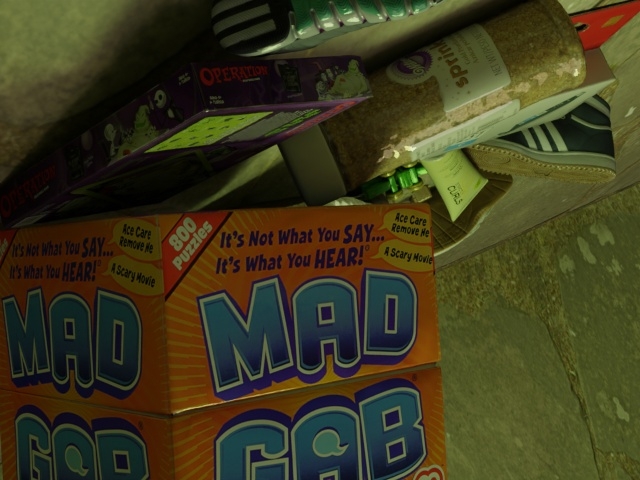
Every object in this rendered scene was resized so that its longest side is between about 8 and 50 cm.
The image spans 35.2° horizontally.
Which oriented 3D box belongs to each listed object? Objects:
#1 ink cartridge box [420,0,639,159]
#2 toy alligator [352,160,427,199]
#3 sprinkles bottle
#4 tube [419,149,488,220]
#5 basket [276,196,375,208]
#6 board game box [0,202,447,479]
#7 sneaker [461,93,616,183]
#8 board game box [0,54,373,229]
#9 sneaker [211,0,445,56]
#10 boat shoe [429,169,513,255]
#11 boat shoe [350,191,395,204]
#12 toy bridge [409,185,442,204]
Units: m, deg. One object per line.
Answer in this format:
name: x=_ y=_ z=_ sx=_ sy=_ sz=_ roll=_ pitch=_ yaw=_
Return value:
ink cartridge box: x=0.301 y=-0.224 z=1.419 sx=0.296 sy=0.066 sz=0.261 roll=-19 pitch=169 yaw=-30
toy alligator: x=0.103 y=-0.097 z=1.642 sx=0.189 sy=0.056 sz=0.051 roll=-24 pitch=-150 yaw=-6
sprinkles bottle: x=0.122 y=-0.161 z=1.165 sx=0.355 sy=0.121 sz=0.121 roll=-25 pitch=170 yaw=-1
tube: x=0.213 y=-0.107 z=1.617 sx=0.070 sy=0.062 sz=0.240 roll=-12 pitch=156 yaw=18
basket: x=-0.031 y=0.114 z=1.508 sx=0.266 sy=0.332 sz=0.328 roll=-5 pitch=177 yaw=22
board game box: x=-0.115 y=0.150 z=1.114 sx=0.356 sy=0.357 sz=0.356 roll=-4 pitch=-179 yaw=-42
sneaker: x=0.354 y=-0.190 z=1.674 sx=0.282 sy=0.153 sz=0.099 roll=8 pitch=165 yaw=-9
board game box: x=-0.141 y=-0.091 z=0.973 sx=0.208 sy=0.056 sz=0.346 roll=-7 pitch=170 yaw=-46
sneaker: x=0.019 y=-0.210 z=0.855 sx=0.223 sy=0.083 sz=0.098 roll=-14 pitch=180 yaw=3
boat shoe: x=0.268 y=-0.040 z=1.999 sx=0.277 sy=0.098 sz=0.096 roll=-36 pitch=163 yaw=-18
boat shoe: x=0.000 y=0.000 z=1.759 sx=0.285 sy=0.103 sz=0.092 roll=-33 pitch=162 yaw=21
toy bridge: x=0.216 y=-0.080 z=2.033 sx=0.063 sy=0.026 sz=0.188 roll=-28 pitch=169 yaw=19
